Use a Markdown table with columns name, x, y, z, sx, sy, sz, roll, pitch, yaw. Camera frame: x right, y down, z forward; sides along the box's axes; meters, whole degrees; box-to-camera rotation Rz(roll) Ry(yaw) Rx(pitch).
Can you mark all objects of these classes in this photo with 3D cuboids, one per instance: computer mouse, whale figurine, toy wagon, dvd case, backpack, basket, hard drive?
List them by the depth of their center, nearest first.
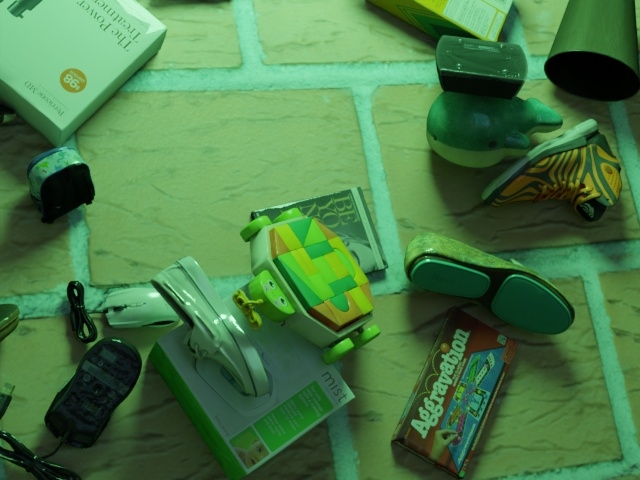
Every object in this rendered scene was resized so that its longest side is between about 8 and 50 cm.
| name | x | y | z | sx | sy | sz | roll | pitch | yaw |
| --- | --- | --- | --- | --- | --- | --- | --- | --- | --- |
| computer mouse | -0.415 | 0.255 | 1.740 | 0.184 | 0.060 | 0.262 | 30 | 77 | -12 |
| toy wagon | -0.027 | 0.075 | 1.801 | 0.267 | 0.068 | 0.344 | 56 | 24 | 8 |
| backpack | -0.440 | -0.104 | 1.820 | 0.105 | 0.114 | 0.084 | -30 | 63 | -23 |
| computer mouse | -0.324 | 0.111 | 1.826 | 0.193 | 0.042 | 0.106 | -5 | 73 | -20 |
| dvd case | 0.000 | 0.000 | 1.985 | 0.221 | 0.018 | 0.164 | -13 | 77 | -22 |
| hard drive | 0.299 | -0.326 | 2.042 | 0.172 | 0.054 | 0.255 | 8 | 25 | 4 |
| whale figurine | 0.334 | -0.240 | 2.083 | 0.272 | 0.141 | 0.216 | -15 | 36 | -21 |
| basket | 0.574 | -0.430 | 2.255 | 0.204 | 0.154 | 0.227 | 18 | 64 | -10 |

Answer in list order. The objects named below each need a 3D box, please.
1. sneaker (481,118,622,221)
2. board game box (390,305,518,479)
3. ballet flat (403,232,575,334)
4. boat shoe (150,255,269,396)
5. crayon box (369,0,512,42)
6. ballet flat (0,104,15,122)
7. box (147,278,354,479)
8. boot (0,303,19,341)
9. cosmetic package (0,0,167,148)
| name | x | y | z | sx | sy | sz | roll | pitch | yaw |
| --- | --- | --- | --- | --- | --- | --- | --- | --- | --- |
| sneaker | 0.473 | -0.104 | 2.120 | 0.321 | 0.124 | 0.180 | -29 | 82 | -25 |
| board game box | 0.246 | 0.272 | 1.970 | 0.145 | 0.027 | 0.281 | 30 | 66 | -5 |
| ballet flat | 0.315 | 0.070 | 2.024 | 0.348 | 0.123 | 0.123 | 19 | 67 | -14 |
| boat shoe | -0.176 | 0.148 | 1.711 | 0.084 | 0.095 | 0.258 | -30 | 71 | -19 |
| crayon box | 0.232 | -0.530 | 2.207 | 0.323 | 0.083 | 0.203 | 28 | 66 | -8 |
| ballet flat | -0.606 | -0.209 | 1.845 | 0.173 | 0.057 | 0.049 | -4 | 114 | -19 |
| box | -0.116 | 0.227 | 1.812 | 0.231 | 0.127 | 0.262 | -31 | 83 | -23 |
| boot | -0.581 | 0.215 | 1.693 | 0.305 | 0.112 | 0.115 | -42 | 119 | -30 |
| cosmetic package | -0.505 | -0.388 | 1.908 | 0.377 | 0.097 | 0.284 | 40 | 67 | -2 |
